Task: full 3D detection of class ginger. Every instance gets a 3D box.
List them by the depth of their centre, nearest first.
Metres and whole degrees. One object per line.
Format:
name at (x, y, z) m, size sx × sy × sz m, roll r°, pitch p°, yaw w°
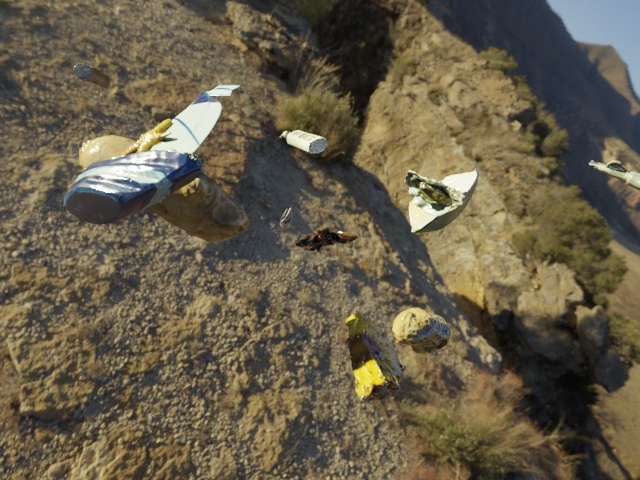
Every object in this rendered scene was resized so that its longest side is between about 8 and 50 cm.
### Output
ginger at (-0.307, -0.104, 0.849) m, size 0.353 × 0.190 × 0.127 m, roll 24°, pitch 73°, yaw -3°

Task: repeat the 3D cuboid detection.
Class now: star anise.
star anise at (0.000, -0.004, 1.184) m, size 0.157 × 0.212 × 0.054 m, roll 13°, pitch 71°, yaw -56°

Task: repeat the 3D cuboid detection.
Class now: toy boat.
toy boat at (-0.199, -0.133, 0.579) m, size 0.291 × 0.220 × 0.067 m, roll -59°, pitch 135°, yaw -39°

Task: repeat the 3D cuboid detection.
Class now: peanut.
peanut at (0.213, 0.192, 0.910) m, size 0.194 × 0.093 × 0.083 m, roll 21°, pitch 29°, yaw -47°

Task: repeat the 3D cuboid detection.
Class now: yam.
yam at (-0.418, -0.303, 0.785) m, size 0.032 × 0.032 × 0.145 m, roll 29°, pitch 5°, yaw -18°

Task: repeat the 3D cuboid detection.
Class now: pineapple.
pineapple at (0.129, 0.271, 0.953) m, size 0.135 × 0.079 × 0.233 m, roll 46°, pitch 20°, yaw -28°

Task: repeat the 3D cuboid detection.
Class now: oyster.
oyster at (0.189, -0.087, 0.721) m, size 0.037 × 0.098 × 0.100 m, roll -38°, pitch 84°, yaw -19°

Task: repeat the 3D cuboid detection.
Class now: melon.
melon at (0.307, -0.092, 1.040) m, size 0.139 × 0.202 × 0.093 m, roll 23°, pitch 32°, yaw -50°

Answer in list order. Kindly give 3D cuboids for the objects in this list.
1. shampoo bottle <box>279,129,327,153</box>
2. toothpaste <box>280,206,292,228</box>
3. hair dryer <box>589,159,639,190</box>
shampoo bottle at (-0.043, -0.225, 0.952) m, size 0.048 × 0.034 × 0.141 m, roll -32°, pitch 38°, yaw -20°
toothpaste at (-0.085, -0.050, 1.047) m, size 0.028 × 0.045 × 0.170 m, roll 35°, pitch -8°, yaw -2°
hair dryer at (0.495, -0.046, 0.604) m, size 0.199 × 0.068 × 0.167 m, roll 16°, pitch -24°, yaw 41°
